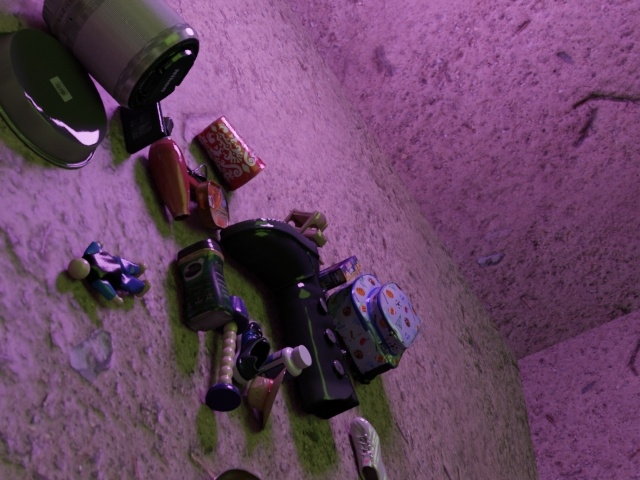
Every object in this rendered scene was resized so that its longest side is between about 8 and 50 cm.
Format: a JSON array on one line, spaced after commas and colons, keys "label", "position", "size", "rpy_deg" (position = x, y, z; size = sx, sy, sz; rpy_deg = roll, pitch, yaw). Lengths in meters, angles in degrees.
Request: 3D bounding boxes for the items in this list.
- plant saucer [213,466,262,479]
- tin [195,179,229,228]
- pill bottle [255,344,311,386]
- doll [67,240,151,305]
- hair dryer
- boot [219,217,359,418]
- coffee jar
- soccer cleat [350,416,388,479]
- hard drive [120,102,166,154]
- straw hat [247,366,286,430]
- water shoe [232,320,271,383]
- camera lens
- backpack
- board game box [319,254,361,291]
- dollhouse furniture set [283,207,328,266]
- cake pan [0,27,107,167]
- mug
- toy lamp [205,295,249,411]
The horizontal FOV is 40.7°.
[{"label": "plant saucer", "position": [-0.128, 0.561, 1.530], "size": [0.310, 0.050, 0.310], "rpy_deg": [50, 24, -31]}, {"label": "tin", "position": [-0.249, -0.078, 1.998], "size": [0.189, 0.040, 0.106], "rpy_deg": [36, 42, -81]}, {"label": "pill bottle", "position": [-0.083, 0.277, 1.906], "size": [0.067, 0.120, 0.067], "rpy_deg": [50, 23, -31]}, {"label": "doll", "position": [-0.379, 0.061, 1.549], "size": [0.189, 0.046, 0.129], "rpy_deg": [23, 43, -62]}, {"label": "hair dryer", "position": [-0.305, -0.147, 1.959], "size": [0.223, 0.080, 0.293], "rpy_deg": [53, 22, -29]}, {"label": "boot", "position": [-0.069, 0.193, 2.060], "size": [0.367, 0.146, 0.445], "rpy_deg": [20, 52, -55]}, {"label": "coffee jar", "position": [-0.241, 0.089, 1.788], "size": [0.079, 0.096, 0.184], "rpy_deg": [41, 29, -53]}, {"label": "soccer cleat", "position": [0.120, 0.540, 2.167], "size": [0.076, 0.068, 0.196], "rpy_deg": [10, 58, -63]}, {"label": "hard drive", "position": [-0.388, -0.264, 1.877], "size": [0.022, 0.094, 0.135], "rpy_deg": [38, 31, -55]}, {"label": "straw hat", "position": [-0.124, 0.323, 1.817], "size": [0.061, 0.144, 0.144], "rpy_deg": [19, 25, 0]}, {"label": "water shoe", "position": [-0.138, 0.238, 1.877], "size": [0.073, 0.080, 0.203], "rpy_deg": [55, 21, -22]}, {"label": "camera lens", "position": [-0.405, -0.425, 1.781], "size": [0.274, 0.219, 0.219], "rpy_deg": [45, 19, 4]}, {"label": "backpack", "position": [0.147, 0.230, 2.453], "size": [0.263, 0.213, 0.276], "rpy_deg": [51, 23, -1]}, {"label": "board game box", "position": [0.026, 0.102, 2.384], "size": [0.048, 0.141, 0.170], "rpy_deg": [62, 19, -2]}, {"label": "dollhouse furniture set", "position": [0.000, 0.000, 2.360], "size": [0.101, 0.182, 0.161], "rpy_deg": [-51, 122, -21]}, {"label": "cake pan", "position": [-0.513, -0.278, 1.643], "size": [0.293, 0.054, 0.293], "rpy_deg": [51, 23, -31]}, {"label": "mug", "position": [-0.244, -0.223, 2.225], "size": [0.113, 0.150, 0.169], "rpy_deg": [-45, 106, -32]}, {"label": "toy lamp", "position": [-0.188, 0.222, 1.775], "size": [0.080, 0.080, 0.275], "rpy_deg": [50, 22, -33]}]
